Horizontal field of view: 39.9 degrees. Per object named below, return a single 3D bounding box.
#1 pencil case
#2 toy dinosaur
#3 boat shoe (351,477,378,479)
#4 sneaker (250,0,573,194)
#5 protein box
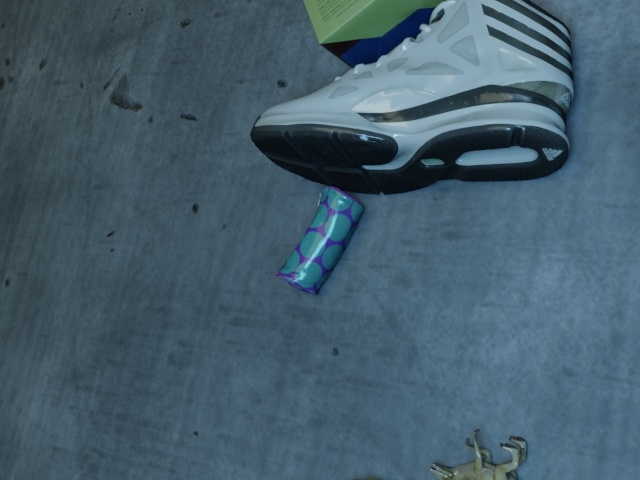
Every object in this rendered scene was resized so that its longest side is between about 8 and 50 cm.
[{"bbox_3d":[0.000,0.000,1.246,0.070,0.064,0.152,30,93,25],"label":"pencil case"},{"bbox_3d":[0.209,0.272,1.001,0.183,0.053,0.093,18,100,48],"label":"toy dinosaur"},{"bbox_3d":[0.021,0.382,1.051,0.073,0.073,0.207,-26,26,43],"label":"boat shoe"},{"bbox_3d":[0.126,-0.212,1.191,0.447,0.169,0.258,1,65,30],"label":"sneaker"},{"bbox_3d":[0.084,-0.384,1.276,0.199,0.136,0.201,-34,56,24],"label":"protein box"}]
